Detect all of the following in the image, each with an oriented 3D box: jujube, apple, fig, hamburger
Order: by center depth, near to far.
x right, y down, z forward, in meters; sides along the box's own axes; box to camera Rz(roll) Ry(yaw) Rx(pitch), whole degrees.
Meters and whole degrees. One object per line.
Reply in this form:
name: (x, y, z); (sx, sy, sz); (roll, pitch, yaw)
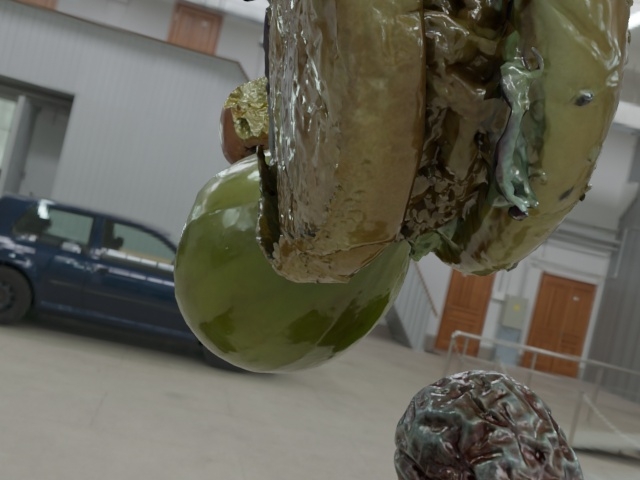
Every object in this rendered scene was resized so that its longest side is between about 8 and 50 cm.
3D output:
hamburger: (0.050, -0.108, 0.508); (0.195, 0.276, 0.318); (-6, 3, -15)
fig: (-0.017, 0.015, 0.779); (0.239, 0.239, 0.271); (14, -24, -40)
jujube: (0.207, 0.314, 0.899); (0.226, 0.226, 0.317); (14, 38, -24)
apple: (-0.101, -0.188, 1.310); (0.156, 0.158, 0.147); (22, -31, -7)
